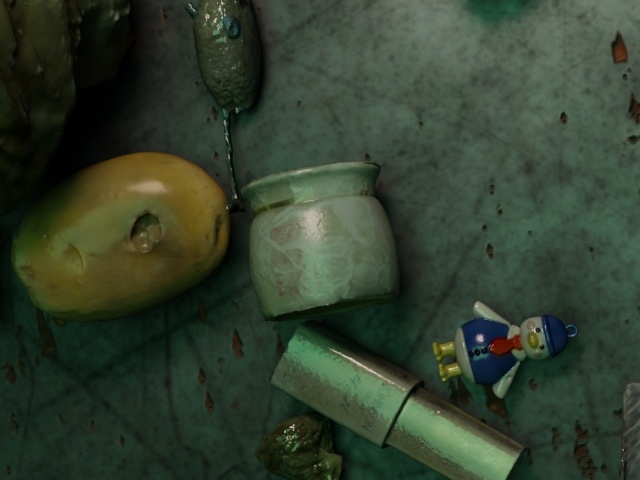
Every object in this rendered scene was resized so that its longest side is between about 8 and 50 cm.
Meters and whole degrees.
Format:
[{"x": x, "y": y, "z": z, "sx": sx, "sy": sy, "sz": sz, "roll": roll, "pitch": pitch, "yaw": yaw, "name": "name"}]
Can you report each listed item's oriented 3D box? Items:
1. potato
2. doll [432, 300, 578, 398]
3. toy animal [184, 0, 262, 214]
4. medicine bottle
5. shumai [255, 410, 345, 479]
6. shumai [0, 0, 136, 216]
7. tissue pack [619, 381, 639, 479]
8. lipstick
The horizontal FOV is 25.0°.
[{"x": -0.206, "y": -0.008, "z": 1.488, "sx": 0.233, "sy": 0.146, "sz": 0.150, "roll": -18, "pitch": 126, "yaw": 1, "name": "potato"}, {"x": 0.183, "y": 0.104, "z": 1.418, "sx": 0.142, "sy": 0.057, "sz": 0.099, "roll": -13, "pitch": 84, "yaw": 10, "name": "doll"}, {"x": -0.096, "y": -0.150, "z": 1.489, "sx": 0.070, "sy": 0.079, "sz": 0.253, "roll": -3, "pitch": 86, "yaw": 37, "name": "toy animal"}, {"x": 0.000, "y": 0.000, "z": 1.423, "sx": 0.147, "sy": 0.147, "sz": 0.143, "roll": -12, "pitch": 82, "yaw": 15, "name": "medicine bottle"}, {"x": -0.014, "y": 0.225, "z": 1.454, "sx": 0.083, "sy": 0.082, "sz": 0.080, "roll": -25, "pitch": 61, "yaw": -14, "name": "shumai"}, {"x": -0.345, "y": -0.240, "z": 1.428, "sx": 0.324, "sy": 0.323, "sz": 0.398, "roll": -9, "pitch": 112, "yaw": 39, "name": "shumai"}, {"x": 0.437, "y": 0.238, "z": 1.244, "sx": 0.361, "sy": 0.259, "sz": 0.122, "roll": -2, "pitch": 131, "yaw": 16, "name": "tissue pack"}, {"x": 0.078, "y": 0.170, "z": 1.431, "sx": 0.252, "sy": 0.077, "sz": 0.079, "roll": 28, "pitch": 96, "yaw": 15, "name": "lipstick"}]
